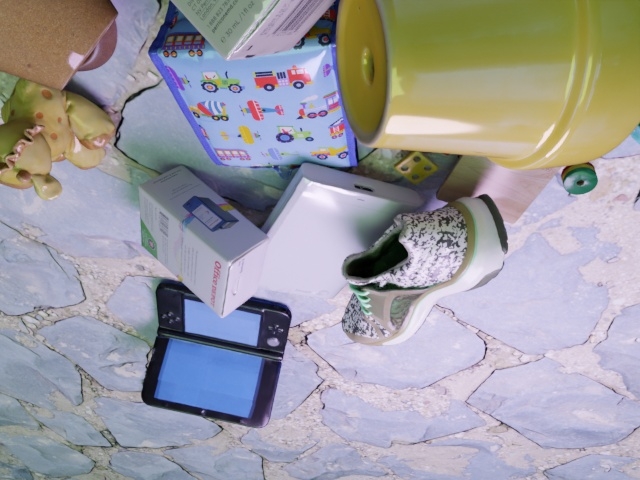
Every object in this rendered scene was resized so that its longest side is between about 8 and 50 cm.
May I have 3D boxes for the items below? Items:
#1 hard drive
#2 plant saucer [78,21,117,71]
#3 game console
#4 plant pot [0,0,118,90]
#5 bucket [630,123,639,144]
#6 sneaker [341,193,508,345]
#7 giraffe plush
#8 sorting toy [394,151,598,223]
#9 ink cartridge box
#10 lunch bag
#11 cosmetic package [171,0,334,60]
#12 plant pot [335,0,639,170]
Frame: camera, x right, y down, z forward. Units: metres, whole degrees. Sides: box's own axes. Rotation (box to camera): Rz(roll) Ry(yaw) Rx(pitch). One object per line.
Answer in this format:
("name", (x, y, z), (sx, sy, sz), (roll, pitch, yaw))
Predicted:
("hard drive", (0.000, 0.000, 0.955), (0.203, 0.040, 0.307), (11, 142, -23))
("plant saucer", (-0.364, -0.300, 0.766), (0.169, 0.029, 0.168), (6, 138, 6))
("game console", (-0.228, 0.249, 1.211), (0.293, 0.173, 0.250), (12, 137, -1))
("plant pot", (-0.369, -0.294, 0.625), (0.254, 0.237, 0.237), (37, 131, -27))
("bucket", (0.431, -0.185, 0.557), (0.281, 0.281, 0.183), (19, 141, -8))
("sneaker", (0.101, 0.051, 0.902), (0.182, 0.158, 0.410), (7, 147, -23))
("giraffe plush", (-0.414, -0.142, 0.817), (0.181, 0.170, 0.210), (17, 147, -7))
("sorting toy", (0.251, -0.103, 0.832), (0.275, 0.046, 0.132), (17, 137, -7))
("ink cartridge box", (-0.198, 0.003, 0.937), (0.212, 0.093, 0.154), (39, 140, 20))
("lunch bag", (-0.065, -0.183, 0.771), (0.221, 0.138, 0.293), (0, 145, 8))
("cosmetic package", (-0.124, -0.320, 0.513), (0.113, 0.160, 0.309), (-40, 95, 28))
("plant pot", (0.150, -0.188, 0.563), (0.239, 0.254, 0.254), (-10, 138, -12))
